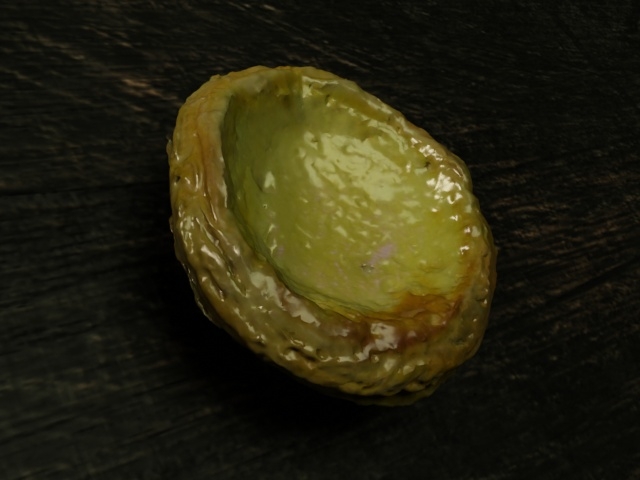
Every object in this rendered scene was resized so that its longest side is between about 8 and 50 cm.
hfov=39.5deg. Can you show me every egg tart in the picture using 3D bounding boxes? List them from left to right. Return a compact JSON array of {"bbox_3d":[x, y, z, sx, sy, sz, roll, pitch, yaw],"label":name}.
[{"bbox_3d":[0.000,0.000,0.679,0.294,0.123,0.294,18,47,-21],"label":"egg tart"}]
